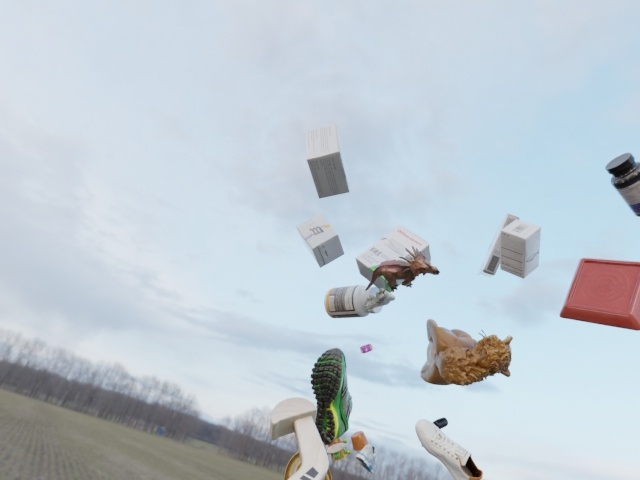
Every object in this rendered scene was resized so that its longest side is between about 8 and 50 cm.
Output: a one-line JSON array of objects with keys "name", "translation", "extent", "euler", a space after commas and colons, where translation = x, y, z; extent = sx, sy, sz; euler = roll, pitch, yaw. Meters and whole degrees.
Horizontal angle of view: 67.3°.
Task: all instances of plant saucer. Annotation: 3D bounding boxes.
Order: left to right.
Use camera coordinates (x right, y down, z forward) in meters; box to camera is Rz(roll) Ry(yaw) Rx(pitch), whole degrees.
[{"name": "plant saucer", "translation": [0.972, 0.162, 1.635], "extent": [0.258, 0.259, 0.048], "euler": [5, -33, 51]}]

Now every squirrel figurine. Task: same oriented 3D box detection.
[{"name": "squirrel figurine", "translation": [0.667, 0.509, 2.065], "extent": [0.370, 0.281, 0.397], "euler": [5, -1, -6]}]

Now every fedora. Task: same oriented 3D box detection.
[{"name": "fedora", "translation": [-0.030, 0.827, 1.666], "extent": [0.194, 0.194, 0.079], "euler": [25, -35, -16]}]

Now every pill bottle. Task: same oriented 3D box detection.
[{"name": "pill bottle", "translation": [0.168, 0.310, 2.437], "extent": [0.278, 0.162, 0.162], "euler": [-10, -36, 37]}, {"name": "pill bottle", "translation": [1.130, -0.202, 1.725], "extent": [0.219, 0.123, 0.123], "euler": [50, -32, -5]}]

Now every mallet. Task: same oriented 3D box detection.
[{"name": "mallet", "translation": [0.477, 0.807, 2.020], "extent": [0.062, 0.039, 0.190], "euler": [-12, -44, -29]}]

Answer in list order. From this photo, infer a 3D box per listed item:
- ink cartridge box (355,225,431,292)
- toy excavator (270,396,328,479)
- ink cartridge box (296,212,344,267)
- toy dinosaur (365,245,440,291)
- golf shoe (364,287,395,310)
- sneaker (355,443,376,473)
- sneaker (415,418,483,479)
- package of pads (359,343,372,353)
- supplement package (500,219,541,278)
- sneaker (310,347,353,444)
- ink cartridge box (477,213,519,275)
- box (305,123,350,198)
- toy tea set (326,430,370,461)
[{"name": "ink cartridge box", "translation": [0.345, 0.088, 2.262], "extent": [0.211, 0.289, 0.122], "euler": [38, -24, 44]}, {"name": "toy excavator", "translation": [-0.061, 0.627, 1.111], "extent": [0.433, 0.445, 0.222], "euler": [31, -49, 31]}, {"name": "ink cartridge box", "translation": [0.000, 0.000, 2.055], "extent": [0.176, 0.127, 0.128], "euler": [54, -10, 45]}, {"name": "toy dinosaur", "translation": [0.300, 0.110, 1.851], "extent": [0.295, 0.127, 0.200], "euler": [-13, -20, 10]}, {"name": "golf shoe", "translation": [0.254, 0.268, 2.074], "extent": [0.086, 0.069, 0.176], "euler": [20, -31, -18]}, {"name": "sneaker", "translation": [0.194, 0.850, 1.883], "extent": [0.071, 0.083, 0.191], "euler": [27, -27, 28]}, {"name": "sneaker", "translation": [0.485, 0.772, 1.787], "extent": [0.290, 0.106, 0.123], "euler": [46, -44, 10]}, {"name": "package of pads", "translation": [0.189, 0.444, 1.981], "extent": [0.050, 0.032, 0.083], "euler": [-20, -11, 0]}, {"name": "supplement package", "translation": [0.748, 0.031, 1.802], "extent": [0.105, 0.105, 0.179], "euler": [26, -42, 46]}, {"name": "sneaker", "translation": [0.049, 0.565, 1.787], "extent": [0.134, 0.344, 0.146], "euler": [8, 7, 37]}, {"name": "ink cartridge box", "translation": [0.794, 0.036, 2.161], "extent": [0.060, 0.275, 0.239], "euler": [24, -4, 16]}, {"name": "box", "translation": [0.025, -0.280, 1.696], "extent": [0.119, 0.182, 0.181], "euler": [-11, -46, 8]}, {"name": "toy tea set", "translation": [0.058, 0.938, 2.083], "extent": [0.336, 0.124, 0.200], "euler": [-23, -6, 25]}]
